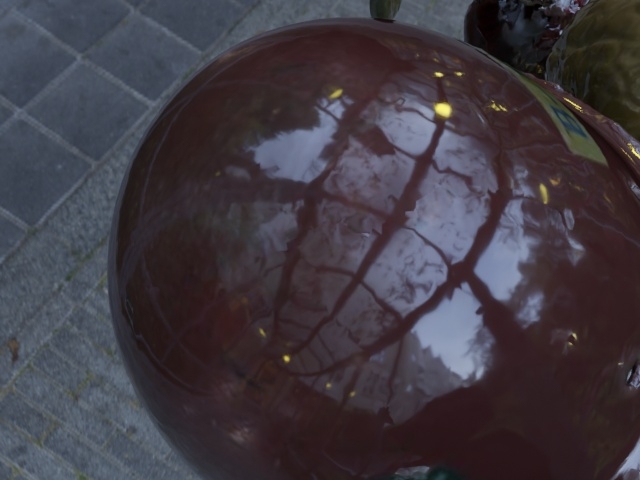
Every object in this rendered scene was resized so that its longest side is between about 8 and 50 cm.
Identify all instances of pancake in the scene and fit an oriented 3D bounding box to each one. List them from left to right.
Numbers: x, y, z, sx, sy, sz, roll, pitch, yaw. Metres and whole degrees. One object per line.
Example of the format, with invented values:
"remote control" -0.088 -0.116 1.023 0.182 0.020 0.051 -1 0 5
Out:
"pancake" 0.112 -0.437 1.148 0.042 0.222 0.236 9 93 10

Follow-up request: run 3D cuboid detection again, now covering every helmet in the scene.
"helmet" 0.000 0.000 0.451 0.230 0.337 0.385 28 24 -49

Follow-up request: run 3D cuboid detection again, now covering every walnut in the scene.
"walnut" 0.369 -0.140 0.818 0.252 0.313 0.277 -43 99 -3

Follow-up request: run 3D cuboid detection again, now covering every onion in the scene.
"onion" 0.378 -0.340 1.204 0.314 0.232 0.314 -1 85 14

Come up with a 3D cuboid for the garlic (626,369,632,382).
"garlic" 0.324 0.143 0.788 0.227 0.228 0.152 -19 50 -23
